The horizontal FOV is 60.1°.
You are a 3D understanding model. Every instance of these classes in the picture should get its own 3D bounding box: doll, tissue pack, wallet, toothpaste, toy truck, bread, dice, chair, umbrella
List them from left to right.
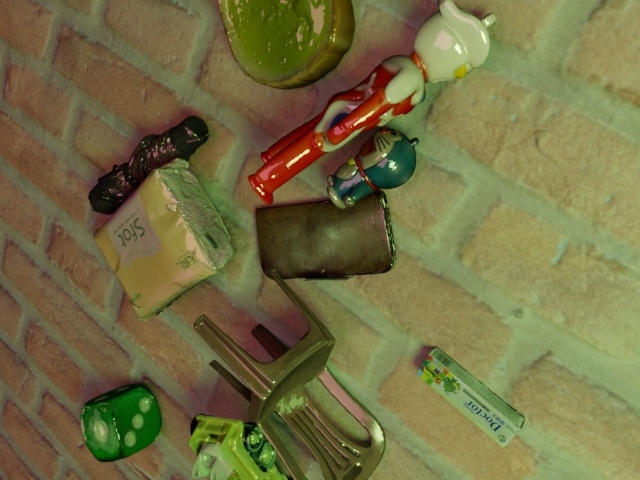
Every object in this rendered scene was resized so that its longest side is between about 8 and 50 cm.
[{"bbox_3d":[-0.426,0.387,1.185,0.130,0.120,0.129,-18,90,34],"label":"dice"},{"bbox_3d":[-0.335,-0.137,1.061,0.326,0.094,0.090,-28,98,32],"label":"umbrella"},{"bbox_3d":[-0.287,0.004,1.028,0.256,0.123,0.215,-33,87,35],"label":"tissue pack"},{"bbox_3d":[-0.142,0.423,0.967,0.128,0.135,0.260,-4,130,31],"label":"toy truck"},{"bbox_3d":[-0.059,-0.354,0.867,0.236,0.070,0.236,7,104,29],"label":"bread"},{"bbox_3d":[-0.035,0.238,0.877,0.326,0.175,0.183,41,146,21],"label":"chair"},{"bbox_3d":[0.000,0.000,0.916,0.255,0.031,0.137,-4,96,32],"label":"wallet"},{"bbox_3d":[0.068,-0.192,0.764,0.383,0.188,0.099,-35,108,18],"label":"doll"},{"bbox_3d":[0.079,-0.107,0.812,0.151,0.114,0.085,-30,120,23],"label":"doll"},{"bbox_3d":[0.220,0.228,0.820,0.164,0.034,0.046,39,119,20],"label":"toothpaste"}]
